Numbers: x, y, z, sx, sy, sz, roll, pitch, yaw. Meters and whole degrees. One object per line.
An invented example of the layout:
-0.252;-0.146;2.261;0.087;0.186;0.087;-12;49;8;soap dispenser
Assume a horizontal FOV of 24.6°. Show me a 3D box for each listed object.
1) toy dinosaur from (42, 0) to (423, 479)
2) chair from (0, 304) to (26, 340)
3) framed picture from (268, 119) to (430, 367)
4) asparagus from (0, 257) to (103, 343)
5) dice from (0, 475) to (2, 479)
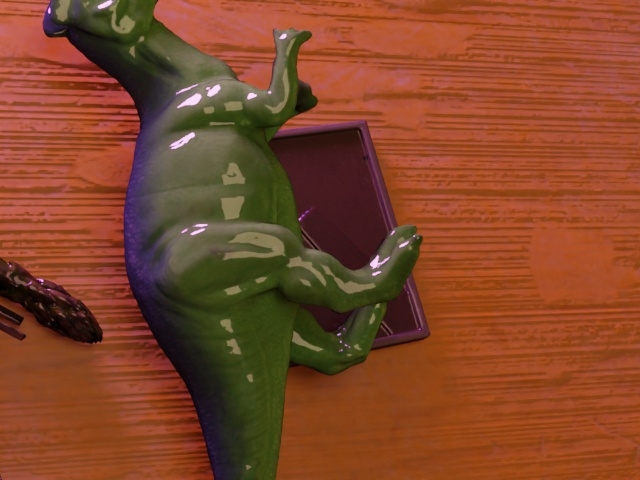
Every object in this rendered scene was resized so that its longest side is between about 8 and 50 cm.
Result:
-0.134;0.036;1.107;0.375;0.144;0.500;33;72;-3;toy dinosaur
-0.318;0.028;1.051;0.222;0.095;0.104;32;54;-10;chair
0.000;0.000;1.244;0.150;0.015;0.203;-10;76;-26;framed picture
-0.235;0.031;1.120;0.165;0.036;0.030;33;31;-11;asparagus
-0.384;0.165;0.833;0.330;0.328;0.348;-28;90;-29;dice
